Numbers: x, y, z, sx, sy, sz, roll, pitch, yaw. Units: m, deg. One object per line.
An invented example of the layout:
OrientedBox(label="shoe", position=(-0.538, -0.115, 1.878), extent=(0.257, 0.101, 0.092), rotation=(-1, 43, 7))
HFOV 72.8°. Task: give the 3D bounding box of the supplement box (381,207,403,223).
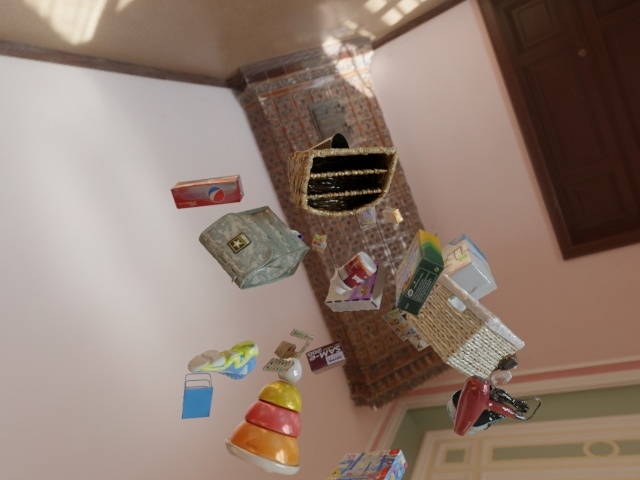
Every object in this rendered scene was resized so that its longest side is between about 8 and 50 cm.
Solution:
OrientedBox(label="supplement box", position=(0.336, -0.116, 2.033), extent=(0.036, 0.062, 0.098), rotation=(-34, -162, -15))

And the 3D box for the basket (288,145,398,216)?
OrientedBox(label="basket", position=(0.068, -0.177, 1.354), extent=(0.299, 0.213, 0.223), rotation=(-6, -170, -21))

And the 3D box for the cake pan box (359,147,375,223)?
OrientedBox(label="cake pan box", position=(0.193, -0.237, 1.906), extent=(0.070, 0.266, 0.245), rotation=(-4, 156, 10))

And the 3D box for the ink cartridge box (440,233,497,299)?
OrientedBox(label="ink cartridge box", position=(0.698, 0.147, 2.124), extent=(0.198, 0.197, 0.270), rotation=(-38, -161, 25))

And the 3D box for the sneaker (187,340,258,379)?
OrientedBox(label="sneaker", position=(-0.319, 0.430, 1.465), extent=(0.240, 0.126, 0.091), rotation=(-11, -160, -23))

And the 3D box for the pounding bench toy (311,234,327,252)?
OrientedBox(label="pounding bench toy", position=(0.000, 0.000, 1.919), extent=(0.052, 0.083, 0.065), rotation=(19, 158, 12))

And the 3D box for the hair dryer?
OrientedBox(label="hair dryer", position=(0.538, 0.515, 1.353), extent=(0.294, 0.223, 0.080), rotation=(-28, 180, -2))

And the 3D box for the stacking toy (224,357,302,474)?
OrientedBox(label="stacking toy", position=(-0.188, 0.767, 1.973), extent=(0.351, 0.351, 0.479), rotation=(-14, -129, 59))

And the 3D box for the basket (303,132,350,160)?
OrientedBox(label="basket", position=(0.007, -0.376, 2.034), extent=(0.227, 0.204, 0.154), rotation=(-12, 159, 38))

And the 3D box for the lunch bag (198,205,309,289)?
OrientedBox(label="lunch bag", position=(-0.226, 0.025, 1.440), extent=(0.287, 0.235, 0.169), rotation=(-19, 147, -49))

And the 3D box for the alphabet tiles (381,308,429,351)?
OrientedBox(label="alphabet tiles", position=(0.437, 0.433, 2.141), extent=(0.198, 0.237, 0.009), rotation=(-13, 142, -44))

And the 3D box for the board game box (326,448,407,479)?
OrientedBox(label="board game box", position=(0.192, 1.064, 1.934), extent=(0.308, 0.086, 0.302), rotation=(-21, 178, 29))

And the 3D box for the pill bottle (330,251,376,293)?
OrientedBox(label="pill bottle", position=(0.109, 0.113, 1.470), extent=(0.152, 0.086, 0.086), rotation=(-42, 175, 23))

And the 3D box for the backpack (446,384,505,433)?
OrientedBox(label="backpack", position=(0.584, 0.647, 1.665), extent=(0.188, 0.165, 0.144), rotation=(-10, 143, -23))

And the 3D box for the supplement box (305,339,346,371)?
OrientedBox(label="supplement box", position=(0.024, 0.436, 1.603), extent=(0.130, 0.073, 0.239), rotation=(-20, 161, -5))

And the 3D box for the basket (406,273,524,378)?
OrientedBox(label="basket", position=(0.602, 0.373, 1.839), extent=(0.266, 0.331, 0.328), rotation=(-48, -143, 8))

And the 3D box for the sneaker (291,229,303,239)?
OrientedBox(label="sneaker", position=(-0.135, 0.043, 2.074), extent=(0.161, 0.102, 0.282), rotation=(-27, 146, 11))

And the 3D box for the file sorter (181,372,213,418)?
OrientedBox(label="file sorter", position=(-0.543, 0.679, 1.904), extent=(0.118, 0.170, 0.104), rotation=(3, -153, -21))

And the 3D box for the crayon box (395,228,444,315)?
OrientedBox(label="crayon box", position=(0.345, 0.095, 1.540), extent=(0.083, 0.203, 0.323), rotation=(23, -157, 2))

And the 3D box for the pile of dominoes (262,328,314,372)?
OrientedBox(label="pile of dominoes", position=(-0.110, 0.450, 1.712), extent=(0.196, 0.040, 0.251), rotation=(-53, 153, -4))

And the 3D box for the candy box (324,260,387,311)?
OrientedBox(label="candy box", position=(0.130, 0.171, 1.589), extent=(0.196, 0.070, 0.164), rotation=(-10, -134, 35))

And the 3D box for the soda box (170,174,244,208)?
OrientedBox(label="soda box", position=(-0.440, -0.190, 1.702), extent=(0.263, 0.092, 0.083), rotation=(-6, -153, 6))
